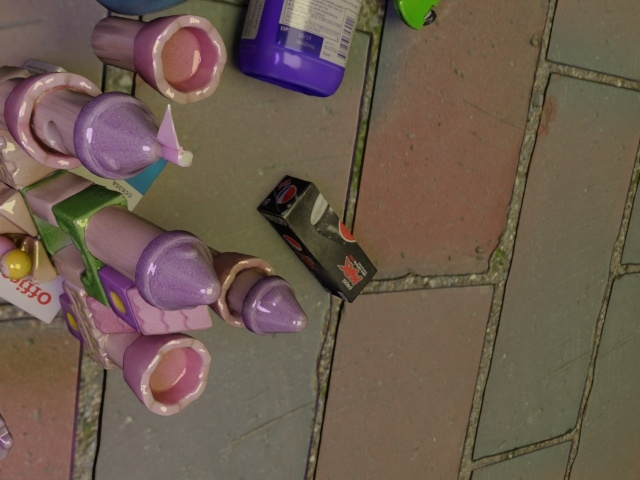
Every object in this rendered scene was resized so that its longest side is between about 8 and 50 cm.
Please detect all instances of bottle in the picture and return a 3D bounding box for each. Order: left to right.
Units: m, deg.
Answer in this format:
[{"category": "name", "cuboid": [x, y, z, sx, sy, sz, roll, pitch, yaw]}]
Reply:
[{"category": "bottle", "cuboid": [-0.003, -0.300, 0.793, 0.118, 0.092, 0.283, 8, 98, -41]}]

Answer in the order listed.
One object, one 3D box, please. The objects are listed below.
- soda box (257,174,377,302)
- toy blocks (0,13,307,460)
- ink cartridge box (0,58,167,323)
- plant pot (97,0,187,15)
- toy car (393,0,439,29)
[{"category": "soda box", "cuboid": [0.000, 0.000, 0.915, 0.060, 0.053, 0.169, -50, 129, -15]}, {"category": "toy blocks", "cuboid": [-0.158, 0.020, 0.545, 0.309, 0.260, 0.289, -33, 129, -31]}, {"category": "ink cartridge box", "cuboid": [-0.254, -0.043, 0.681, 0.139, 0.082, 0.191, 42, 75, -40]}, {"category": "plant pot", "cuboid": [-0.182, -0.368, 0.445, 0.334, 0.341, 0.341, 23, 89, -46]}, {"category": "toy car", "cuboid": [0.150, -0.357, 0.923, 0.239, 0.053, 0.225, 43, 77, -38]}]
